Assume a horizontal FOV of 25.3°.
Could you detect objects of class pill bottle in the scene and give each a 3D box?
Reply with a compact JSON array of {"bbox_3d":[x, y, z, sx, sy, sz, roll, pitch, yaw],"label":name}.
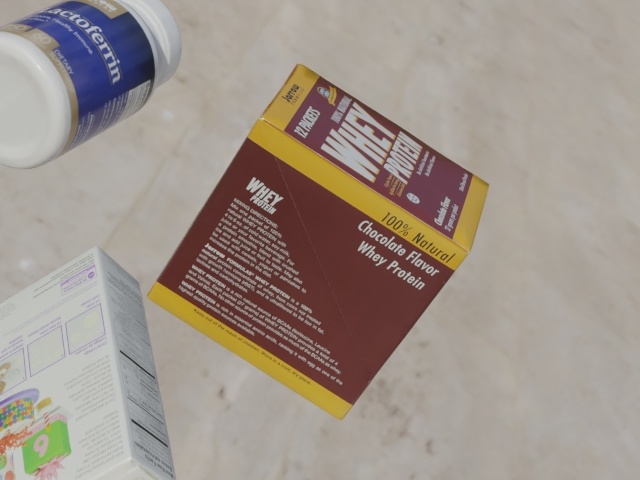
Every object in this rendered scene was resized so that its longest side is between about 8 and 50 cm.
[{"bbox_3d":[-0.276,-0.192,1.609,0.153,0.153,0.264,38,35,8],"label":"pill bottle"}]

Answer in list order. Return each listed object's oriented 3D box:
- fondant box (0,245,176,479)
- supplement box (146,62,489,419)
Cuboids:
[{"bbox_3d":[-0.311,0.197,1.668,0.096,0.238,0.330,48,18,-43],"label":"fondant box"},{"bbox_3d":[0.000,0.000,1.161,0.191,0.194,0.129,32,29,-3],"label":"supplement box"}]
